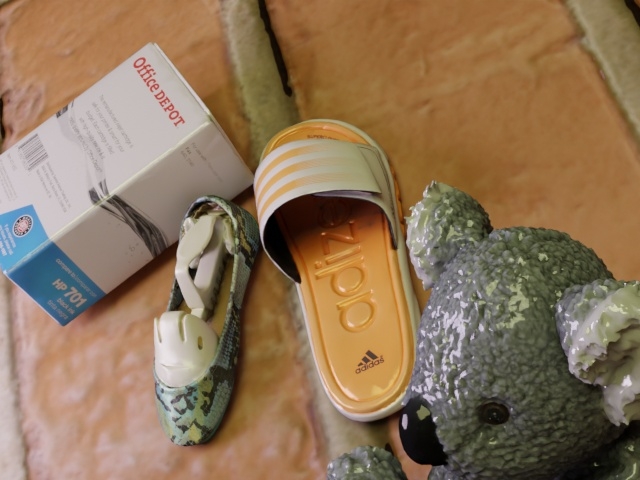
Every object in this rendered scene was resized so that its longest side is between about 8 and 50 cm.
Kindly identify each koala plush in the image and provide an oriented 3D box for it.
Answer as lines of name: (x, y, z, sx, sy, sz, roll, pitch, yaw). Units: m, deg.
koala plush: (0.107, 0.085, 0.571, 0.203, 0.221, 0.196, -23, 29, -19)

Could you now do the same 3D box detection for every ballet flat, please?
ballet flat: (-0.090, 0.050, 0.823, 0.070, 0.070, 0.188, -7, 56, 22)

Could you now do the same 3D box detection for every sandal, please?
sandal: (0.010, -0.004, 0.800, 0.102, 0.076, 0.265, -26, 50, 10)

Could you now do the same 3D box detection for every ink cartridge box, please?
ink cartridge box: (-0.167, -0.047, 0.908, 0.190, 0.082, 0.140, -36, 44, -2)
